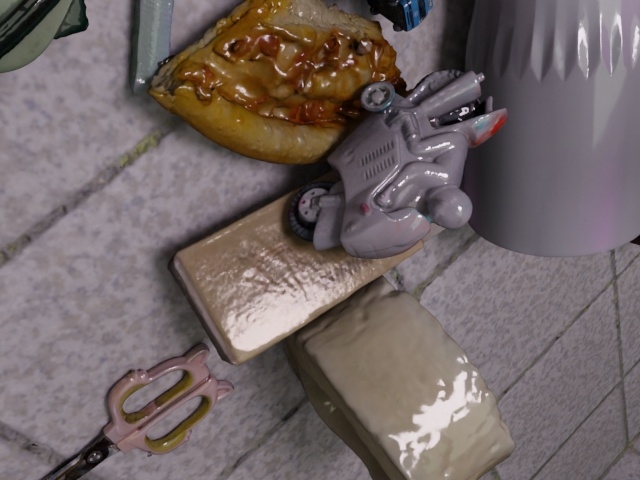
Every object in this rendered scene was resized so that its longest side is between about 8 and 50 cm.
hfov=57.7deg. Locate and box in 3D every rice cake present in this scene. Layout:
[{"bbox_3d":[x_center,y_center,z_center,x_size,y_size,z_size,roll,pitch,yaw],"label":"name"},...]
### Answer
[{"bbox_3d":[-0.148,-0.223,0.533,0.042,0.030,0.180,-2,116,-32],"label":"rice cake"}]

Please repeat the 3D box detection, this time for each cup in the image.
[{"bbox_3d":[0.315,-0.180,0.771,0.253,0.253,0.371,-27,125,-23],"label":"cup"}]

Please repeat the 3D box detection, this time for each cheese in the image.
[{"bbox_3d":[0.089,0.214,0.774,0.153,0.292,0.332,-36,161,-14],"label":"cheese"}]

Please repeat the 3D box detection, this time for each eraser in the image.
[{"bbox_3d":[0.000,0.000,0.704,0.343,0.078,0.144,-30,94,-21],"label":"eraser"}]

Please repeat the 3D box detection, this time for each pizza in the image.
[{"bbox_3d":[-0.009,-0.169,0.620,0.366,0.074,0.182,-2,124,-45],"label":"pizza"}]

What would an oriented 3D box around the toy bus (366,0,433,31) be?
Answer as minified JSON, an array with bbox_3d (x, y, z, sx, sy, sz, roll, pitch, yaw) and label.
[{"bbox_3d":[0.082,-0.264,0.632,0.046,0.083,0.038,-33,143,-7],"label":"toy bus"}]

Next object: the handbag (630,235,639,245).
[{"bbox_3d":[0.667,-0.076,1.172,0.135,0.146,0.225,-56,134,-6],"label":"handbag"}]

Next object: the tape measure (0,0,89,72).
[{"bbox_3d":[-0.250,-0.208,0.407,0.235,0.115,0.207,-1,113,-38],"label":"tape measure"}]

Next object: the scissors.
[{"bbox_3d":[-0.258,0.253,0.727,0.318,0.024,0.160,-35,131,-17],"label":"scissors"}]

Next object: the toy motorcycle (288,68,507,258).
[{"bbox_3d":[0.094,-0.070,0.620,0.260,0.171,0.110,-43,150,-4],"label":"toy motorcycle"}]
